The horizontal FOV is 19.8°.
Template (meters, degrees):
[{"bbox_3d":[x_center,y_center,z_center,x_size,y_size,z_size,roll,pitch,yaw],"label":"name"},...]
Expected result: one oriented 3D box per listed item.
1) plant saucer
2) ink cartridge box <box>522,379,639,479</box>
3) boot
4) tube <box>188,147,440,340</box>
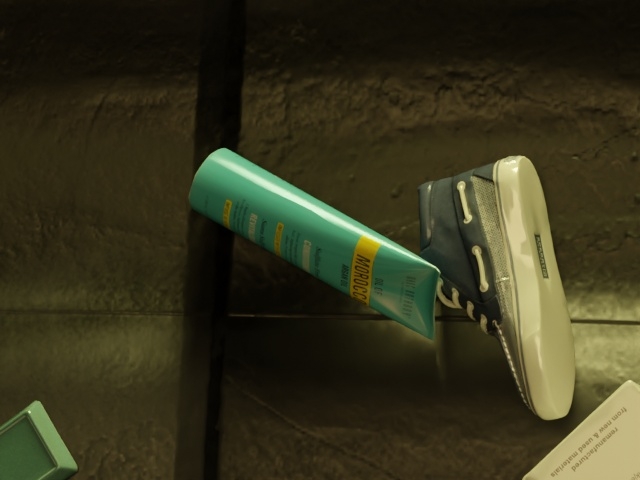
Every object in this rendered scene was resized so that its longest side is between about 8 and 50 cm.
[{"bbox_3d":[-0.281,0.204,1.425,0.192,0.018,0.067,-36,74,8],"label":"plant saucer"},{"bbox_3d":[0.255,0.212,1.178,0.100,0.172,0.237,-44,73,7],"label":"ink cartridge box"},{"bbox_3d":[0.124,0.040,1.307,0.086,0.069,0.190,-14,74,26],"label":"boot"},{"bbox_3d":[0.000,0.000,1.347,0.207,0.080,0.052,29,61,20],"label":"tube"}]
